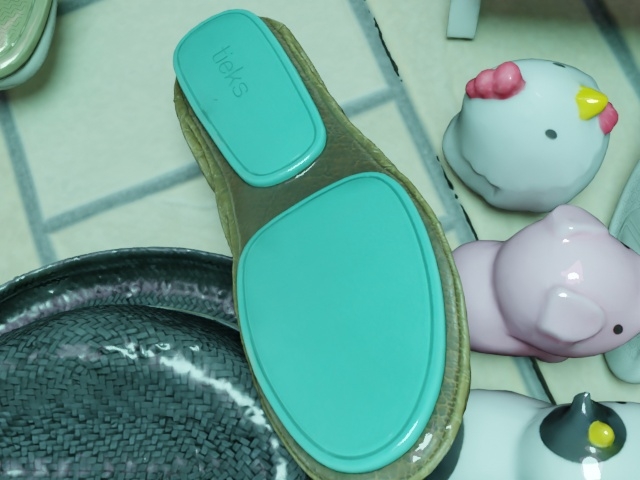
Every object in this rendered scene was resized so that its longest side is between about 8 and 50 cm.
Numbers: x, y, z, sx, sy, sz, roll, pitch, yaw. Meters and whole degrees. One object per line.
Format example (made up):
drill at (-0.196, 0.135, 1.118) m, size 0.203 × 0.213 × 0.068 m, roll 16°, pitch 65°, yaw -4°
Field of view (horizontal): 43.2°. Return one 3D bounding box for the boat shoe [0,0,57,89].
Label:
boat shoe at (-0.254, -0.232, 0.594) m, size 0.113 × 0.103 × 0.302 m, roll -12°, pitch 72°, yaw -13°

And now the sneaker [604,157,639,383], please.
sneaker at (0.279, -0.039, 0.491) m, size 0.147 × 0.104 × 0.295 m, roll 17°, pitch 93°, yaw -11°

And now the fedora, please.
fedora at (-0.119, 0.126, 0.444) m, size 0.334 × 0.152 × 0.334 m, roll 0°, pitch 70°, yaw 1°

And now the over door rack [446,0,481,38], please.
over door rack at (0.221, -0.306, 0.576) m, size 0.240 × 0.108 × 0.324 m, roll 4°, pitch 75°, yaw 7°

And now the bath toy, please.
bath toy at (0.122, 0.046, 0.459) m, size 0.151 × 0.129 × 0.348 m, roll -2°, pitch 71°, yaw 21°

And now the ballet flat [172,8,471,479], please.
ballet flat at (0.000, 0.000, 0.461) m, size 0.116 × 0.124 × 0.342 m, roll -31°, pitch 49°, yaw 3°
